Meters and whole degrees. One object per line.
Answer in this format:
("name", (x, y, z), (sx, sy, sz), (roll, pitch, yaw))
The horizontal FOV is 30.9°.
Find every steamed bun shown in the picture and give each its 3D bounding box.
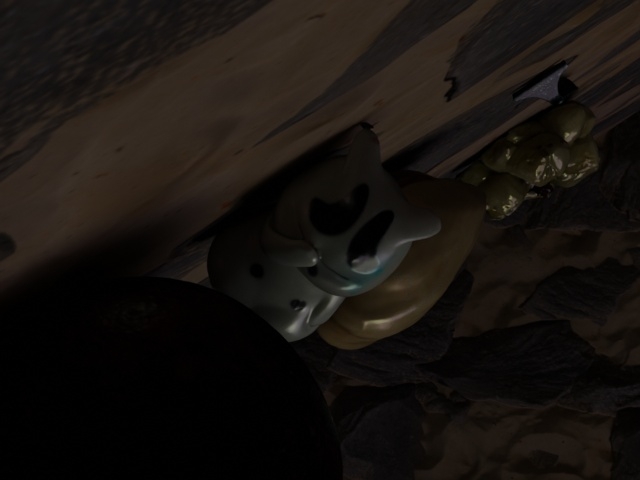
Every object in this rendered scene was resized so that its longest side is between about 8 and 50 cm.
("steamed bun", (0.298, -0.106, 1.577), (0.177, 0.106, 0.192), (-28, 172, -48))

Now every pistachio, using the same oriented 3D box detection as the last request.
("pistachio", (0.075, 0.011, 1.164), (0.229, 0.157, 0.157), (-39, 178, -29))

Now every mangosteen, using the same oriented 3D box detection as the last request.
("mangosteen", (-0.128, 0.153, 0.807), (0.300, 0.300, 0.300), (-32, 174, -4))

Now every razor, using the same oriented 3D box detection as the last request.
("razor", (0.259, -0.162, 1.260), (0.066, 0.033, 0.190), (-34, 175, 20))

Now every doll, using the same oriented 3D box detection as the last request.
("doll", (-0.005, 0.004, 0.895), (0.181, 0.110, 0.107), (-33, -165, 45))
